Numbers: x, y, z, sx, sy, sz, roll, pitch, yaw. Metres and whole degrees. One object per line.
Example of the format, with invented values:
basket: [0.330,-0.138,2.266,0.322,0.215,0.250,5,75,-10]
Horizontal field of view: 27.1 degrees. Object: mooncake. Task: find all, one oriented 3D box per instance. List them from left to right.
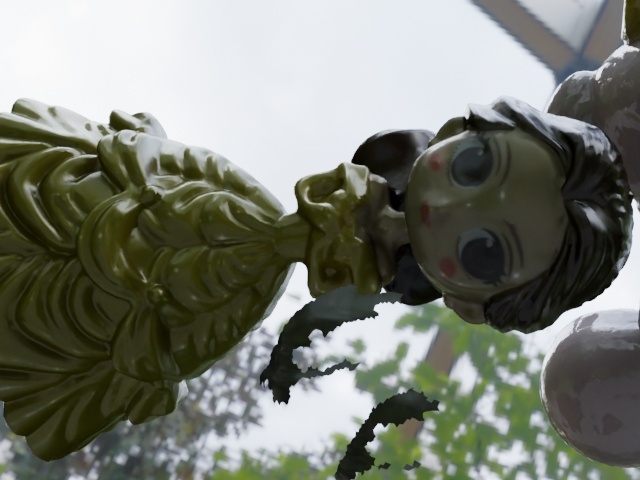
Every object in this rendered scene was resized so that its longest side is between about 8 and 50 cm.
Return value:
mooncake: [-0.015,0.177,0.441,0.150,0.347,0.057,-14,-41,8]

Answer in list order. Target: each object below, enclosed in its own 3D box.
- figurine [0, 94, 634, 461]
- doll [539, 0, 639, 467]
figurine: [-0.001,-0.001,0.673,0.315,0.187,0.168,-8,-36,16]
doll: [0.205,0.011,0.767,0.160,0.094,0.365,5,-59,21]
